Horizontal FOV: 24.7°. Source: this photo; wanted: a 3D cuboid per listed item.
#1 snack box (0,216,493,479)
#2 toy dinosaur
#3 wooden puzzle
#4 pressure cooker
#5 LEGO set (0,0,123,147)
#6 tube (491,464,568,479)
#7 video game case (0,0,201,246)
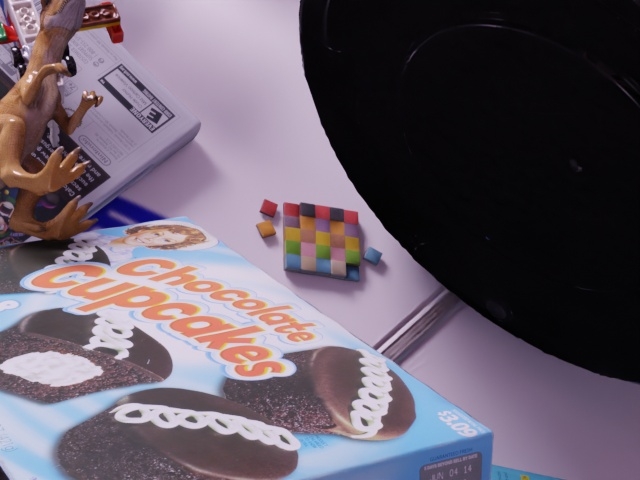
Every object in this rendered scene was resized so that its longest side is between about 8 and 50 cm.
[{"bbox_3d":[-0.085,0.070,0.691,0.187,0.060,0.322,-10,21,-27],"label":"snack box"},{"bbox_3d":[-0.181,-0.041,0.810,0.112,0.064,0.211,36,84,29],"label":"toy dinosaur"},{"bbox_3d":[0.000,0.000,0.919,0.083,0.006,0.049,9,58,-17],"label":"wooden puzzle"},{"bbox_3d":[0.235,-0.168,0.883,0.370,0.375,0.420,34,60,20],"label":"pressure cooker"},{"bbox_3d":[-0.196,-0.168,0.904,0.182,0.060,0.244,26,53,8],"label":"LEGO set"},{"bbox_3d":[0.090,0.157,0.842,0.207,0.052,0.080,10,48,-9],"label":"tube"},{"bbox_3d":[-0.196,-0.087,0.884,0.190,0.022,0.173,44,55,6],"label":"video game case"}]
